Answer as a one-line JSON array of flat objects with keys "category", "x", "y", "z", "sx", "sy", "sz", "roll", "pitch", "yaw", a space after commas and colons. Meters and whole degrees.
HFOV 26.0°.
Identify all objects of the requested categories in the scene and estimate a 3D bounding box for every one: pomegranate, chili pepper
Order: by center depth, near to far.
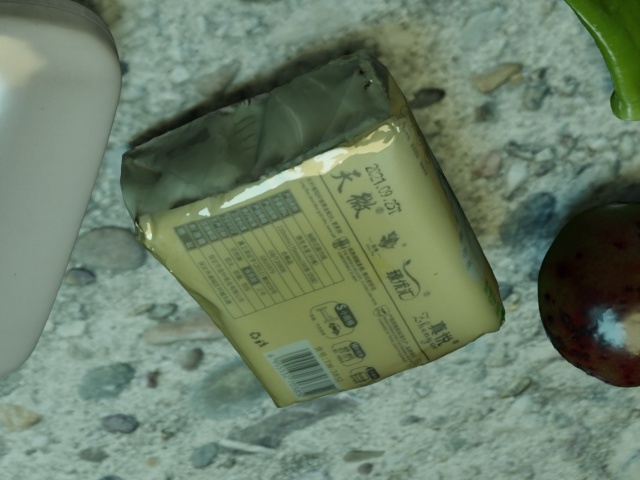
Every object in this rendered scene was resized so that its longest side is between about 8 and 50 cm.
[{"category": "chili pepper", "x": 0.160, "y": -0.143, "z": 0.824, "sx": 0.201, "sy": 0.050, "sz": 0.052, "roll": 44, "pitch": 75, "yaw": -39}, {"category": "pomegranate", "x": 0.204, "y": 0.047, "z": 0.967, "sx": 0.129, "sy": 0.129, "sz": 0.159, "roll": 10, "pitch": 139, "yaw": -22}]

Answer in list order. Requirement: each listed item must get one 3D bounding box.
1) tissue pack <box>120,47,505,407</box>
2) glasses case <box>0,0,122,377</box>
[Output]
[{"category": "tissue pack", "x": 0.000, "y": 0.000, "z": 0.891, "sx": 0.186, "sy": 0.090, "sz": 0.222, "roll": -23, "pitch": 133, "yaw": 12}, {"category": "glasses case", "x": -0.202, "y": -0.020, "z": 0.829, "sx": 0.113, "sy": 0.075, "sz": 0.297, "roll": 5, "pitch": 131, "yaw": -26}]
